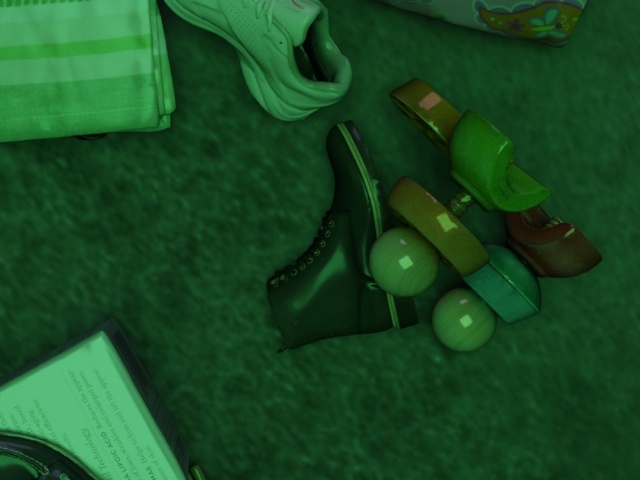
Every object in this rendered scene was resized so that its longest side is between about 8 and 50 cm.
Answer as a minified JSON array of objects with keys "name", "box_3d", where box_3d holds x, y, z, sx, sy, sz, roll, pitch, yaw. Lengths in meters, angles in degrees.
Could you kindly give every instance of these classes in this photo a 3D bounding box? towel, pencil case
[{"name":"towel","box_3d":[-0.262,-0.251,1.242,0.248,0.038,0.324,-4,97,1]},{"name":"pencil case","box_3d":[0.107,-0.261,1.272,0.284,0.124,0.124,13,90,-3]}]

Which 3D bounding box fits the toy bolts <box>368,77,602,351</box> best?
[{"name":"toy bolts","box_3d":[0.115,-0.009,1.262,0.158,0.218,0.228,-46,128,1]}]

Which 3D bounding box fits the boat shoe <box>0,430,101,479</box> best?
[{"name":"boat shoe","box_3d":[-0.207,0.216,1.126,0.206,0.065,0.075,30,90,-6]}]

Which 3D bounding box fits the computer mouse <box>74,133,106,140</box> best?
[{"name":"computer mouse","box_3d":[-0.240,-0.191,1.286,0.106,0.042,0.193,6,96,1]}]

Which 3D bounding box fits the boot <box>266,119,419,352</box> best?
[{"name":"boot","box_3d":[0.000,0.000,1.289,0.137,0.077,0.198,-16,90,2]}]

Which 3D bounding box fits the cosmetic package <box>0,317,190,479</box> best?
[{"name":"cosmetic package","box_3d":[-0.229,0.180,1.233,0.184,0.151,0.151,-29,93,-2]}]

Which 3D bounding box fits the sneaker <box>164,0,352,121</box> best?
[{"name":"sneaker","box_3d":[-0.050,-0.207,1.232,0.232,0.115,0.090,45,63,-24]}]

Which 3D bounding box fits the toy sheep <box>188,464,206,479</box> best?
[{"name":"toy sheep","box_3d":[-0.121,0.256,1.274,0.132,0.091,0.091,-29,92,15]}]
